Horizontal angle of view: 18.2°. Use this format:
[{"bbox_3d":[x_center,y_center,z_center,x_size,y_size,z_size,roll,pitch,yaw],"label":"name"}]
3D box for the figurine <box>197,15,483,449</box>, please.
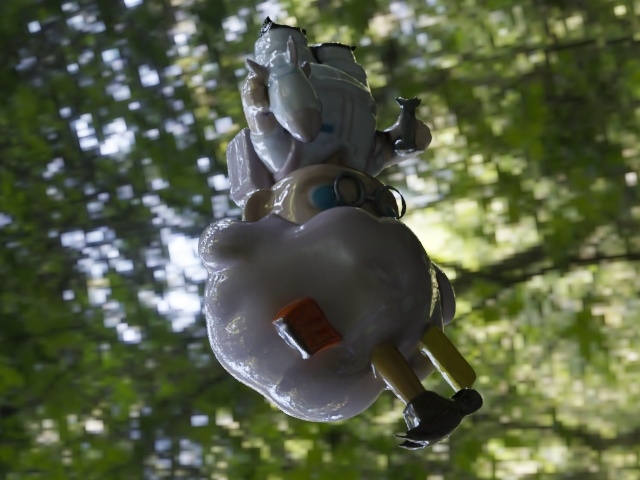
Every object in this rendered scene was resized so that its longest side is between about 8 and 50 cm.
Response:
[{"bbox_3d":[0.000,0.000,0.947,0.137,0.112,0.229,18,-126,-39],"label":"figurine"}]
